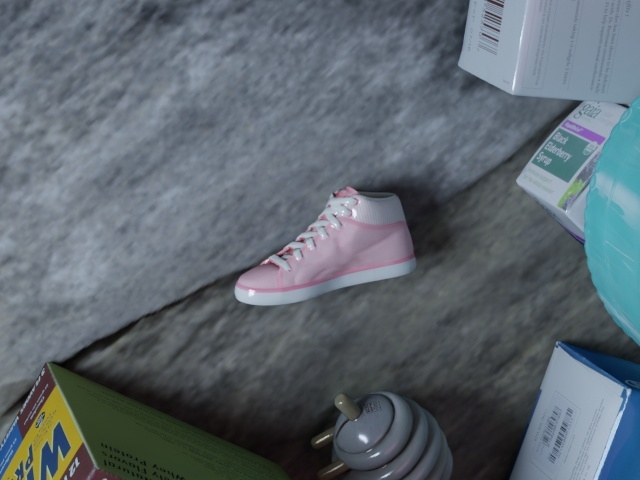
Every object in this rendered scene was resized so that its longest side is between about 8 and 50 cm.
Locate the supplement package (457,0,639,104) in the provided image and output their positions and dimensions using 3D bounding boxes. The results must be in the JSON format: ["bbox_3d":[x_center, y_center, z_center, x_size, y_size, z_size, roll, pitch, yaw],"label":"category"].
[{"bbox_3d":[0.201,-0.154,1.212,0.179,0.105,0.105,3,105,-18],"label":"supplement package"}]

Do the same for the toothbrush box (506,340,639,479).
[{"bbox_3d":[0.292,0.224,1.333,0.295,0.126,0.216,15,99,-20],"label":"toothbrush box"}]

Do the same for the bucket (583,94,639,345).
[{"bbox_3d":[0.317,0.000,1.142,0.281,0.183,0.281,-6,109,-17],"label":"bucket"}]

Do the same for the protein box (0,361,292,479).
[{"bbox_3d":[-0.112,0.206,1.160,0.200,0.201,0.136,27,95,-22],"label":"protein box"}]

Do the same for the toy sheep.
[{"bbox_3d":[0.046,0.152,1.259,0.091,0.091,0.132,-45,131,-2],"label":"toy sheep"}]

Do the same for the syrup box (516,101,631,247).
[{"bbox_3d":[0.263,0.005,1.281,0.237,0.093,0.096,40,91,-23],"label":"syrup box"}]

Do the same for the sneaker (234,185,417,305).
[{"bbox_3d":[0.000,0.000,1.222,0.134,0.051,0.070,-13,107,-17],"label":"sneaker"}]
